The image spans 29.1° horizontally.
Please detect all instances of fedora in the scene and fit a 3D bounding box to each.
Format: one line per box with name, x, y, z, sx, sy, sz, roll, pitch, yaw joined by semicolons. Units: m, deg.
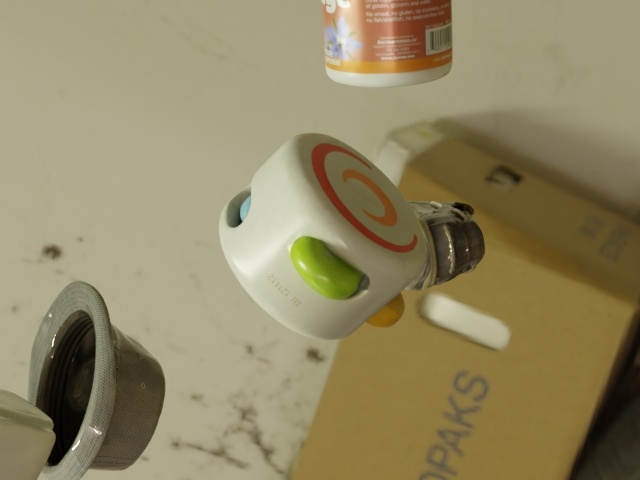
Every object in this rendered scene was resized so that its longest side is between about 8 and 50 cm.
fedora;-0.288;0.198;1.625;0.244;0.124;0.275;-55;35;27

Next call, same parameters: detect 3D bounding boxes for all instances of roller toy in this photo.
roller toy;0.000;0.000;1.272;0.146;0.191;0.209;-43;-27;26

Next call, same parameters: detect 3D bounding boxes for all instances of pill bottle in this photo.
pill bottle;0.058;-0.256;1.125;0.121;0.121;0.216;-62;-29;-69

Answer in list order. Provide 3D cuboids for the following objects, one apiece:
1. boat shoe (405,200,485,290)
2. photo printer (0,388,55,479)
boat shoe;0.168;0.006;1.819;0.355;0.130;0.132;-110;13;-80
photo printer;-0.374;0.240;0.950;0.256;0.107;0.308;33;-96;-52
